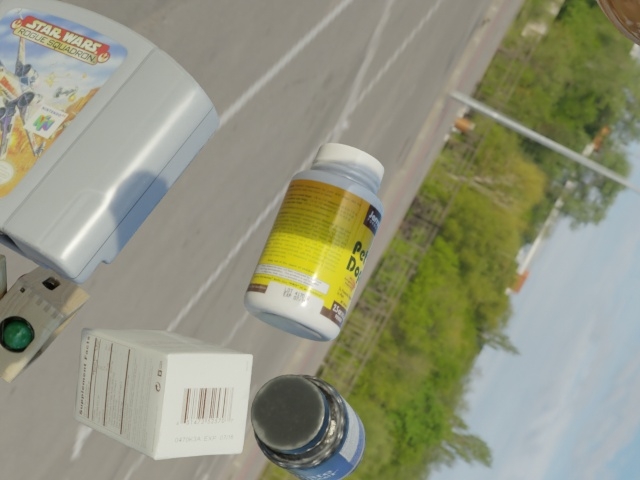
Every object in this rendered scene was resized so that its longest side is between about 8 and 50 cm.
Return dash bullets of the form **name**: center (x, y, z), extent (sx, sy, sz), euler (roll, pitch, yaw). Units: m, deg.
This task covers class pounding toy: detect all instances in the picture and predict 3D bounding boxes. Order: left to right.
- **pounding toy**: center (-0.360, 0.083, 1.168), extent (0.130, 0.100, 0.141), euler (-49, -176, 9)

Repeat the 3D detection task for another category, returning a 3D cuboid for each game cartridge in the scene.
- **game cartridge**: center (-0.236, -0.101, 0.777), extent (0.198, 0.297, 0.062), euler (-57, 151, -16)

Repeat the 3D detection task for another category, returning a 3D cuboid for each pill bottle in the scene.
- **pill bottle**: center (-0.017, 0.244, 1.265), extent (0.123, 0.123, 0.219), euler (-61, 159, -13)
- **pill bottle**: center (0.000, 0.000, 1.126), extent (0.117, 0.117, 0.215), euler (94, 16, -75)

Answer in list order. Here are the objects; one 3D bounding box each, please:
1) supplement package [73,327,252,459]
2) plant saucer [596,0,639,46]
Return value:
- **supplement package**: center (-0.167, 0.154, 1.015), extent (0.105, 0.179, 0.105), euler (5, 91, -39)
- **plant saucer**: center (0.262, -0.185, 0.582), extent (0.200, 0.200, 0.037), euler (111, -19, -44)
